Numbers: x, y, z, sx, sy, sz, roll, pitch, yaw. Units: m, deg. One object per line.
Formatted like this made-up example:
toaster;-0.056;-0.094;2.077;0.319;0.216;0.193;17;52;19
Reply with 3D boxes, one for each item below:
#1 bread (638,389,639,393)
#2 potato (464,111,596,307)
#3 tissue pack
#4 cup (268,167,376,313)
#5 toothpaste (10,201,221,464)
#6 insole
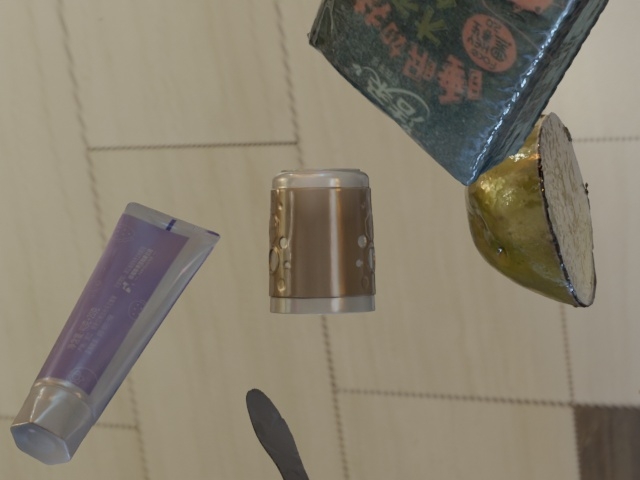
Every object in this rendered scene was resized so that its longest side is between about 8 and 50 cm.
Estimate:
bread;0.440;0.047;1.202;0.270;0.211;0.315;20;130;-12
potato;0.213;-0.025;1.551;0.117;0.182;0.202;-11;116;21
tissue pack;0.121;-0.221;1.274;0.228;0.103;0.315;46;146;15
cup;0.007;0.000;1.034;0.074;0.102;0.099;0;91;24
toothpaste;-0.239;0.094;1.704;0.125;0.371;0.080;19;140;7
insole;-0.044;0.268;1.812;0.004;0.064;0.188;-32;79;35
